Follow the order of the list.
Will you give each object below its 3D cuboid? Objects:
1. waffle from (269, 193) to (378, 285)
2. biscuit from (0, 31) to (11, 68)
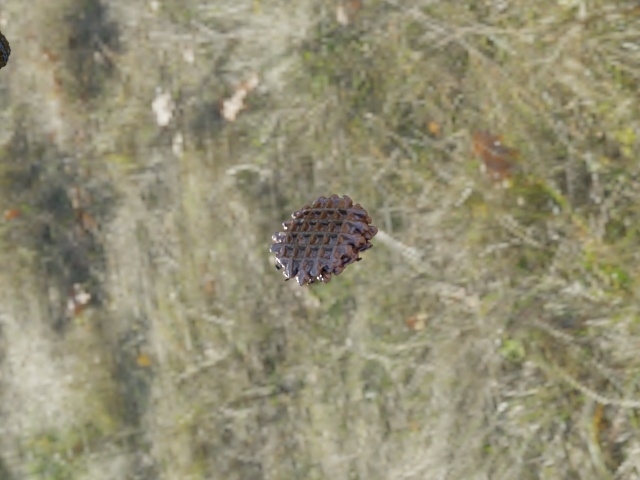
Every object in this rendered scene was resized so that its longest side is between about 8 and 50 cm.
[{"bbox_3d":[0.000,0.000,1.025,0.075,0.083,0.029,47,174,50],"label":"waffle"},{"bbox_3d":[-0.341,-0.172,1.298,0.027,0.087,0.089,2,98,56],"label":"biscuit"}]
